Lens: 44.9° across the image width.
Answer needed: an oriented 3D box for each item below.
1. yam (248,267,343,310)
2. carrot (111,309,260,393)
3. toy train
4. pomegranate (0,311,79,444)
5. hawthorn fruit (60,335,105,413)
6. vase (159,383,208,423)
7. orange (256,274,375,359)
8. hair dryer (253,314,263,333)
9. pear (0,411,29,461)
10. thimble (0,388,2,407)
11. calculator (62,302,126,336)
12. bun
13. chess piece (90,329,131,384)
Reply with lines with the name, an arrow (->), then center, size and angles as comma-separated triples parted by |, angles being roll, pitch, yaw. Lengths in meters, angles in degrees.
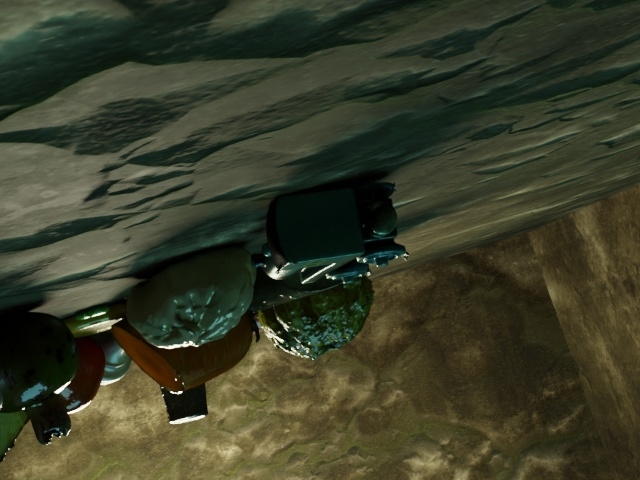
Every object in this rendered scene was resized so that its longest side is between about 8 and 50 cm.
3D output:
yam -> -0.055, 0.070, 1.566 | 0.259, 0.106, 0.106 | -22, 172, 34
carrot -> -0.248, 0.196, 1.621 | 0.331, 0.214, 0.193 | -30, -164, -38
toy train -> 0.000, 0.000, 1.121 | 0.194, 0.120, 0.298 | -8, 171, -16
pomegranate -> -0.480, 0.218, 1.249 | 0.179, 0.210, 0.179 | 2, -169, 0
hawthorn fruit -> -0.559, 0.270, 1.696 | 0.197, 0.196, 0.225 | -22, -158, 34
vase -> -0.382, 0.325, 2.048 | 0.156, 0.300, 0.251 | -20, 164, 19
orange -> -0.002, 0.175, 1.958 | 0.301, 0.223, 0.300 | -24, 162, 3
hair dryer -> -0.177, 0.196, 2.280 | 0.210, 0.125, 0.352 | -15, 180, -12
pear -> -0.649, 0.276, 1.412 | 0.292, 0.159, 0.292 | -11, -158, 5
thimble -> -0.570, 0.207, 1.048 | 0.250, 0.171, 0.205 | -17, 175, -19
calculator -> -0.458, 0.165, 1.584 | 0.146, 0.032, 0.235 | -16, 172, -15
bun -> -0.206, 0.103, 1.285 | 0.229, 0.145, 0.229 | -18, 170, -3
chess piece -> -0.456, 0.224, 1.791 | 0.139, 0.139, 0.272 | -10, 159, -48
